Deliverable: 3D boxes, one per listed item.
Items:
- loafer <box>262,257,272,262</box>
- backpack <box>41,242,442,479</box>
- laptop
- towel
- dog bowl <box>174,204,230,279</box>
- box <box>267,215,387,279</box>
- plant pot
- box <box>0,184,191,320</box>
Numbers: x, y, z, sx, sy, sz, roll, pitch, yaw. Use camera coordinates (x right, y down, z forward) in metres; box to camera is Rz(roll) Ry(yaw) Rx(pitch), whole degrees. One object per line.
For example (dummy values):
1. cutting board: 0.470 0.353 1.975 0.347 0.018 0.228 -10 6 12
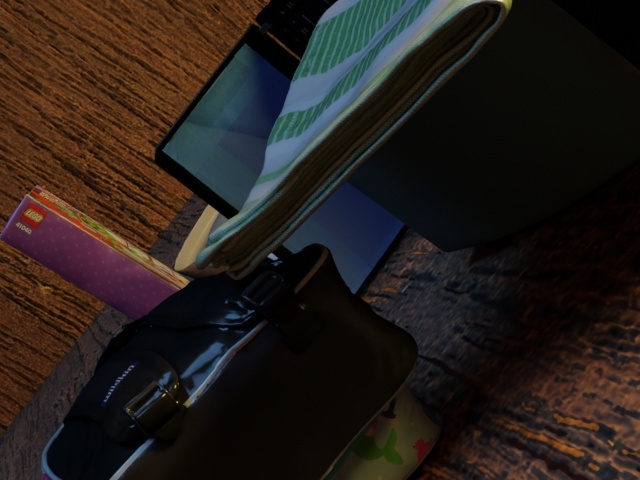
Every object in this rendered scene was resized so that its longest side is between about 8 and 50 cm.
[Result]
1. loafer: -0.001 -0.022 1.205 0.220 0.078 0.080 -24 56 33
2. backpack: -0.062 0.121 0.744 0.225 0.191 0.253 -47 19 -21
3. laptop: 0.032 -0.108 0.972 0.264 0.234 0.136 -40 18 42
4. towel: 0.043 -0.136 0.697 0.248 0.038 0.325 -43 15 36
5. dog bowl: -0.036 -0.070 1.413 0.349 0.102 0.349 -48 14 15
6. box: 0.000 0.000 1.108 0.136 0.028 0.081 27 87 50
7. plant pot: 0.131 -0.109 0.811 0.234 0.165 0.165 -46 13 42
8. box: -0.205 0.043 1.243 0.057 0.293 0.201 -57 13 -2
